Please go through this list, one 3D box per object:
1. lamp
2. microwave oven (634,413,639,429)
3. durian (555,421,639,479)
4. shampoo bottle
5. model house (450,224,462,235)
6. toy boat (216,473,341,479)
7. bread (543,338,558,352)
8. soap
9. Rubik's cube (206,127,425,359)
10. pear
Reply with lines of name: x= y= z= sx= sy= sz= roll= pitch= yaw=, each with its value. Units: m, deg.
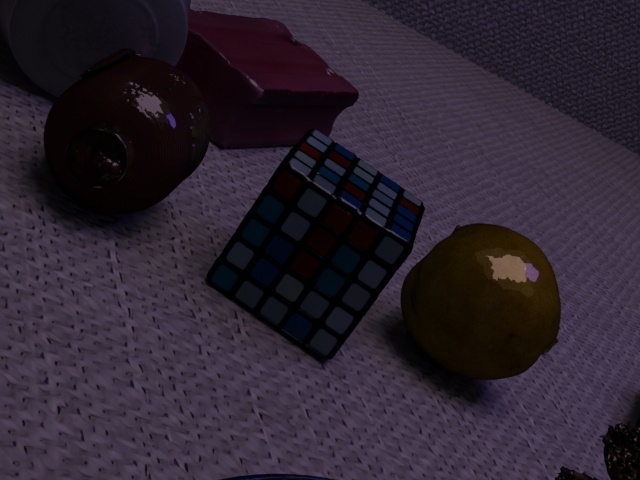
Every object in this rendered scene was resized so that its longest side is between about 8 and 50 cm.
lamp: x=-0.225 y=-0.130 z=1.297 sx=0.180 sy=0.180 sz=0.258 roll=34 pitch=19 yaw=-2
microwave oven: x=0.641 y=0.277 z=1.664 sx=0.286 sy=0.218 sz=0.355 roll=41 pitch=22 yaw=12
durian: x=0.355 y=0.304 z=1.221 sx=0.167 sy=0.196 sz=0.196 roll=10 pitch=32 yaw=-51
shampoo bottle: x=-0.310 y=-0.343 z=1.496 sx=0.273 sy=0.273 sz=0.266 roll=21 pitch=32 yaw=-32
model house: x=0.233 y=0.018 z=1.837 sx=0.058 sy=0.057 sz=0.083 roll=31 pitch=19 yaw=4
toy boat: x=-0.012 y=0.247 z=0.994 sx=0.229 sy=0.046 sz=0.080 roll=12 pitch=30 yaw=-46
bread: x=0.315 y=0.131 z=1.744 sx=0.090 sy=0.035 sz=0.094 roll=16 pitch=29 yaw=-40
soap: x=-0.116 y=-0.271 z=1.833 sx=0.233 sy=0.128 sz=0.359 roll=43 pitch=23 yaw=17
Rubik's cube: x=0.000 y=0.000 z=1.347 sx=0.182 sy=0.187 sz=0.184 roll=34 pitch=19 yaw=-1
pear: x=0.218 y=0.084 z=1.464 sx=0.209 sy=0.209 sz=0.209 roll=30 pitch=22 yaw=-13
